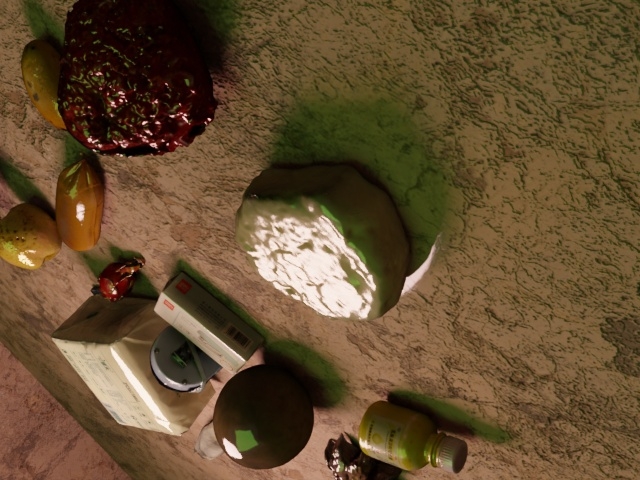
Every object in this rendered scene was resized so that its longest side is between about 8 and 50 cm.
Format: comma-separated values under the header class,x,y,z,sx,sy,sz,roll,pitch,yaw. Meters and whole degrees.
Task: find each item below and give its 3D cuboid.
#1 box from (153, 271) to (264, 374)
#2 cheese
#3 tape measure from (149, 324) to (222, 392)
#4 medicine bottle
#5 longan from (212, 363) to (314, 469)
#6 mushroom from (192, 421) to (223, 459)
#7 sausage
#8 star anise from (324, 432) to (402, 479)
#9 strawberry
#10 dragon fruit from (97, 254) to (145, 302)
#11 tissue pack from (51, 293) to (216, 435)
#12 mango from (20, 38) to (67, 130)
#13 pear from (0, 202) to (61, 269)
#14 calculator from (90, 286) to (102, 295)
class,x,y,z,sx,sy,sz,roll,pitch,yaw
box,-0.274,0.202,1.718,0.269,0.079,0.135,40,147,-1
cheese,0.000,0.000,1.176,0.318,0.115,0.326,31,145,12
tape measure,-0.338,0.293,1.799,0.182,0.181,0.107,41,144,0
medicine bottle,0.195,0.416,1.473,0.213,0.122,0.121,10,137,37
longan,-0.135,0.421,1.710,0.258,0.258,0.258,26,145,20
mushroom,-0.329,0.631,2.280,0.109,0.097,0.351,40,145,-2
sausage,-0.553,-0.085,1.633,0.112,0.112,0.328,37,145,4
star anise,0.103,0.610,1.820,0.236,0.109,0.223,40,143,2
strawberry,-0.294,-0.240,1.079,0.274,0.220,0.274,30,150,19
dragon fruit,-0.507,0.084,1.822,0.094,0.094,0.190,42,126,-4
tissue pack,-0.516,0.346,1.987,0.297,0.207,0.380,1,129,34
mango,-0.503,-0.289,1.347,0.115,0.090,0.178,-20,113,42
pear,-0.775,-0.008,1.884,0.178,0.178,0.178,26,145,20
calculator,-0.569,0.234,2.104,0.161,0.021,0.261,-3,128,47
